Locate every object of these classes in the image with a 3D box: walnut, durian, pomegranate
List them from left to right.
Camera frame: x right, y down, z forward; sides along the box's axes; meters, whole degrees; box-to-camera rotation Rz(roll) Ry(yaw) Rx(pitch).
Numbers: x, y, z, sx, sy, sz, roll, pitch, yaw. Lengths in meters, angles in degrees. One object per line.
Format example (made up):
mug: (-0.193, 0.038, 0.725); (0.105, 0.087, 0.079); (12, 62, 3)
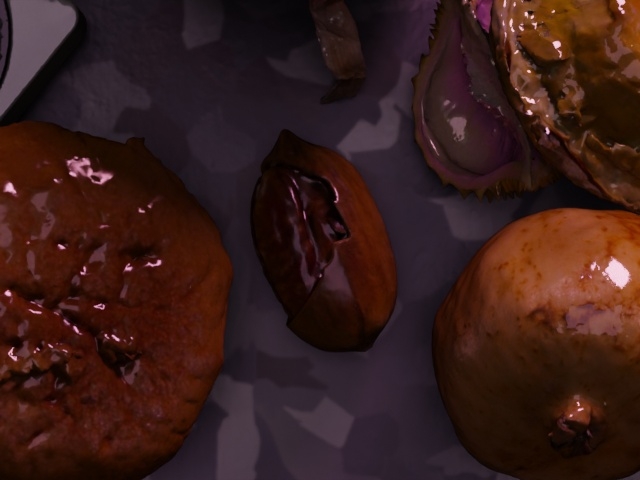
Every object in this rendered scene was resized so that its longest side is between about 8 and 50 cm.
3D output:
walnut: (0.000, 0.000, 1.398); (0.115, 0.116, 0.207); (-17, 85, 0)
durian: (0.156, -0.123, 1.393); (0.182, 0.132, 0.165); (39, 76, 15)
pomegranate: (0.205, 0.089, 1.317); (0.248, 0.248, 0.248); (0, 86, 1)

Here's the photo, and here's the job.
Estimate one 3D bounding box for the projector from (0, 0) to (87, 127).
projector: (-0.382, -0.175, 1.433); (0.257, 0.079, 0.259); (38, 87, 4)

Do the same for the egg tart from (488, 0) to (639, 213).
egg tart: (0.276, -0.166, 1.347); (0.294, 0.116, 0.295); (9, 72, -30)

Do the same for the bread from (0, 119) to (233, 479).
bread: (-0.228, 0.059, 1.332); (0.312, 0.172, 0.312); (0, 90, -25)

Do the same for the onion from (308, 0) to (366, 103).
onion: (0.011, -0.306, 1.304); (0.358, 0.358, 0.345); (-28, 93, -1)
